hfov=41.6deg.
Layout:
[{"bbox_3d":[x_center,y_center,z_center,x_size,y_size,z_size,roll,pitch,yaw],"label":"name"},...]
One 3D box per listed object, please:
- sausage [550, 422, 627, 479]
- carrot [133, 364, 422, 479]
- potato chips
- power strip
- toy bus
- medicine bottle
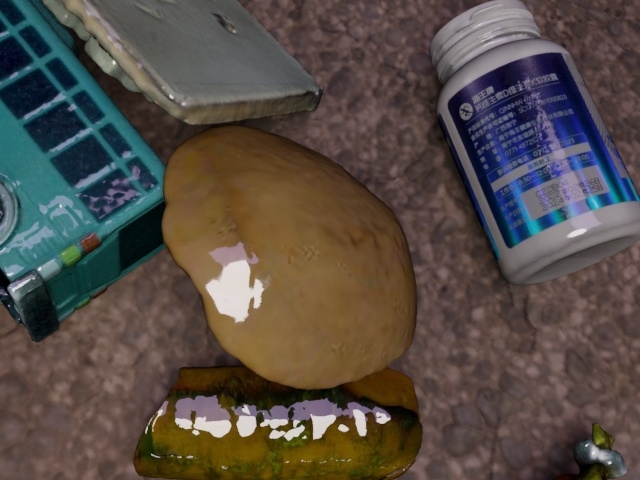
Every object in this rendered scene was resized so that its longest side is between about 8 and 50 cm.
[{"bbox_3d":[0.118,0.246,0.478,0.125,0.117,0.317,46,59,-37],"label":"sausage"},{"bbox_3d":[-0.025,0.112,0.525,0.173,0.082,0.082,4,69,-8],"label":"carrot"},{"bbox_3d":[0.000,-0.001,0.522,0.208,0.062,0.195,29,38,-30],"label":"potato chips"},{"bbox_3d":[-0.115,-0.142,0.578,0.198,0.064,0.213,49,26,10],"label":"power strip"},{"bbox_3d":[-0.213,-0.078,0.541,0.147,0.128,0.256,-36,82,-22],"label":"toy bus"},{"bbox_3d":[0.149,-0.072,0.608,0.107,0.107,0.191,-15,73,-14],"label":"medicine bottle"}]
